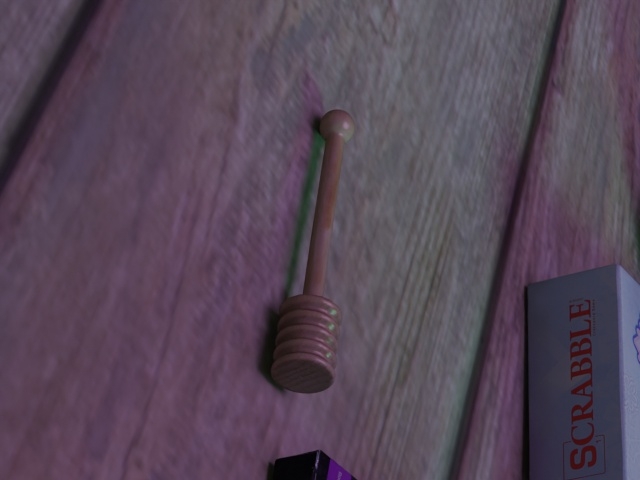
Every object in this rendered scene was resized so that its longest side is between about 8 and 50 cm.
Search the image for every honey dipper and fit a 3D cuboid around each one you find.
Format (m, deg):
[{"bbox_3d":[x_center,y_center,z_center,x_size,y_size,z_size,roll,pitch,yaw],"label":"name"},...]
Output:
[{"bbox_3d":[0.000,0.000,0.868,0.030,0.030,0.161,48,36,-38],"label":"honey dipper"}]

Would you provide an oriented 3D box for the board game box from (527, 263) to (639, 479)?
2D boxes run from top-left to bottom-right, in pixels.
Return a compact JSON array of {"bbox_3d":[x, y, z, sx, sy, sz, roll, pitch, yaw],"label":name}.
[{"bbox_3d":[0.225,0.224,1.095,0.318,0.066,0.319,39,44,-45],"label":"board game box"}]

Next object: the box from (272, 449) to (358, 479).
[{"bbox_3d":[0.025,0.183,0.827,0.162,0.029,0.116,43,44,-41],"label":"box"}]
